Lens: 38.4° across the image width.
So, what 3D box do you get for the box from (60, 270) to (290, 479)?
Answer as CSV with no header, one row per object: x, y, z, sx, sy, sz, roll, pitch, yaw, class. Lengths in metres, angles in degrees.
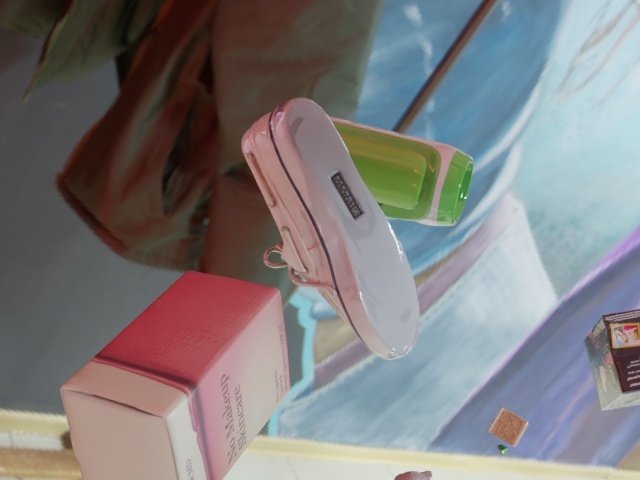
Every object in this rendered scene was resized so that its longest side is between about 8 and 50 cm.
-0.141,0.157,0.968,0.126,0.149,0.232,10,33,23,box

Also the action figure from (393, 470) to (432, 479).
0.187,0.556,1.581,0.341,0.178,0.330,17,52,-28,action figure

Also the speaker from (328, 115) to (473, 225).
0.078,-0.111,1.419,0.296,0.131,0.131,16,16,16,speaker

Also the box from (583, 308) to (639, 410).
0.574,0.208,1.619,0.247,0.163,0.142,63,16,-72,box

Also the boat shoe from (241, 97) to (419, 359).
-0.006,0.002,1.235,0.136,0.156,0.367,-39,103,-47,boat shoe

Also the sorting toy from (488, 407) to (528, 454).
0.367,0.382,1.826,0.062,0.083,0.012,29,-12,22,sorting toy
